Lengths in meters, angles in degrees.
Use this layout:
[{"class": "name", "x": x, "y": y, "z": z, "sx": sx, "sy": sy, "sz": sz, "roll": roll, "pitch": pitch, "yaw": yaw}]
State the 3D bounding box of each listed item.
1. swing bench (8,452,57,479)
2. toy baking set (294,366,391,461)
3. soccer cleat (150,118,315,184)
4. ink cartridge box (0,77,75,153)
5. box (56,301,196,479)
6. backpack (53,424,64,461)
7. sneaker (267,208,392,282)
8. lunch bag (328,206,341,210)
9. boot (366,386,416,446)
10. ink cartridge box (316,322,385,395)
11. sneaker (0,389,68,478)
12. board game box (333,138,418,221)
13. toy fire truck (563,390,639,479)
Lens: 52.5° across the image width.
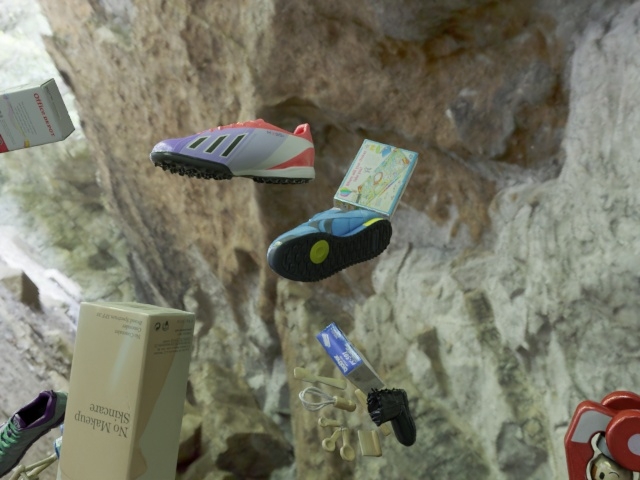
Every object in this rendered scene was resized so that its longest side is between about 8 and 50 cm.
[{"class": "swing bench", "x": -0.776, "y": 0.766, "z": 1.778, "sx": 0.253, "sy": 0.255, "sz": 0.165, "roll": 50, "pitch": 14, "yaw": 14}, {"class": "toy baking set", "x": 0.052, "y": 0.379, "z": 1.462, "sx": 0.030, "sy": 0.197, "sz": 0.256, "roll": -48, "pitch": -117, "yaw": 36}, {"class": "soccer cleat", "x": -0.150, "y": -0.166, "z": 1.160, "sx": 0.109, "sy": 0.318, "sz": 0.116, "roll": 2, "pitch": -89, "yaw": 56}, {"class": "ink cartridge box", "x": -0.653, "y": -0.274, "z": 1.432, "sx": 0.072, "sy": 0.175, "sz": 0.127, "roll": -82, "pitch": 161, "yaw": -61}, {"class": "box", "x": -0.304, "y": 0.258, "z": 1.017, "sx": 0.148, "sy": 0.311, "sz": 0.121, "roll": 5, "pitch": -3, "yaw": 25}, {"class": "backpack", "x": -0.492, "y": 0.417, "z": 1.322, "sx": 0.105, "sy": 0.084, "sz": 0.114, "roll": 101, "pitch": -34, "yaw": -70}, {"class": "sneaker", "x": 0.000, "y": 0.000, "z": 0.851, "sx": 0.082, "sy": 0.209, "sz": 0.069, "roll": 26, "pitch": -61, "yaw": 39}, {"class": "lunch bag", "x": 0.056, "y": -0.022, "z": 1.267, "sx": 0.083, "sy": 0.071, "sz": 0.053, "roll": 28, "pitch": -44, "yaw": -30}, {"class": "boot", "x": 0.137, "y": 0.342, "z": 1.254, "sx": 0.045, "sy": 0.099, "sz": 0.121, "roll": -20, "pitch": -108, "yaw": 36}, {"class": "ink cartridge box", "x": 0.061, "y": 0.234, "z": 1.251, "sx": 0.097, "sy": 0.046, "sz": 0.207, "roll": 51, "pitch": -2, "yaw": 29}, {"class": "sneaker", "x": -0.568, "y": 0.353, "z": 1.193, "sx": 0.083, "sy": 0.224, "sz": 0.098, "roll": 42, "pitch": -16, "yaw": 19}, {"class": "board game box", "x": 0.100, "y": -0.108, "z": 1.151, "sx": 0.103, "sy": 0.154, "sz": 0.026, "roll": 18, "pitch": -33, "yaw": 15}, {"class": "toy fire truck", "x": 0.578, "y": 0.425, "z": 1.142, "sx": 0.302, "sy": 0.253, "sz": 0.169, "roll": 20, "pitch": 7, "yaw": 15}]
